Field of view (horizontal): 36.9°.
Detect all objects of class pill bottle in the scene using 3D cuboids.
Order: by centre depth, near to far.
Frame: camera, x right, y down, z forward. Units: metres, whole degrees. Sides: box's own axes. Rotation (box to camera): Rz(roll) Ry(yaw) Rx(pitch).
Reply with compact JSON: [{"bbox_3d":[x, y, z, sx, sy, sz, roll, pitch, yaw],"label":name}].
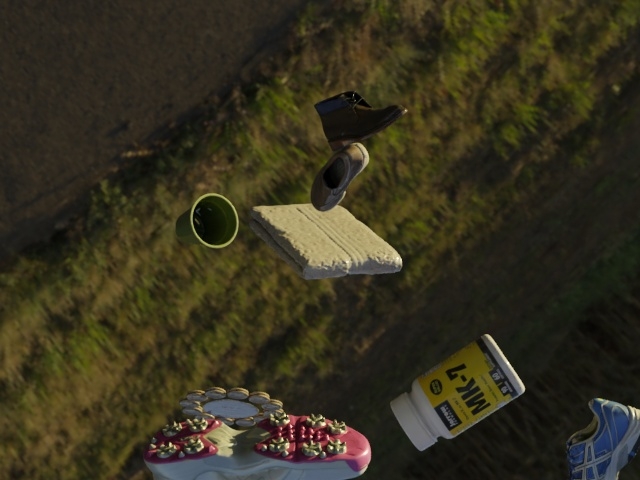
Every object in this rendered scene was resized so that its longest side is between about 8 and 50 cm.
[{"bbox_3d":[0.232,0.263,1.640,0.208,0.119,0.119,-34,159,4],"label":"pill bottle"}]

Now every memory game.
[{"bbox_3d":[-0.156,0.292,1.680,0.186,0.012,0.186,1,150,1],"label":"memory game"}]

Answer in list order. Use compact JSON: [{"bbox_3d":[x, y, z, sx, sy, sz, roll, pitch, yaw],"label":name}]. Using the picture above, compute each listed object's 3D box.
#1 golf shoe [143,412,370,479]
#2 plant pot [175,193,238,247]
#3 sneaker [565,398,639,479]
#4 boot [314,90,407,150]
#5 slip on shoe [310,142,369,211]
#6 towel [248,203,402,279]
[{"bbox_3d":[-0.080,0.312,1.286,0.115,0.306,0.140,-60,144,-66],"label":"golf shoe"},{"bbox_3d":[-0.182,-0.025,1.465,0.083,0.083,0.079,-25,-172,-37],"label":"plant pot"},{"bbox_3d":[0.375,0.318,1.347,0.211,0.081,0.080,-63,177,1],"label":"sneaker"},{"bbox_3d":[0.074,-0.261,1.961,0.219,0.106,0.082,-19,-164,45],"label":"boot"},{"bbox_3d":[0.016,-0.081,1.299,0.041,0.051,0.135,-27,169,-40],"label":"slip on shoe"},{"bbox_3d":[0.000,0.000,1.713,0.187,0.282,0.049,-5,114,-24],"label":"towel"}]
